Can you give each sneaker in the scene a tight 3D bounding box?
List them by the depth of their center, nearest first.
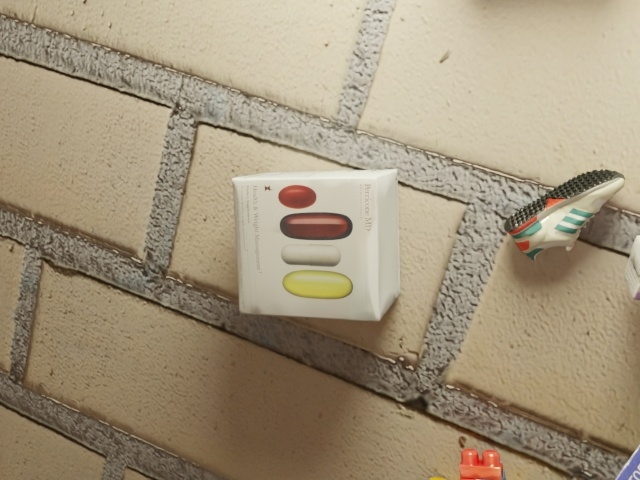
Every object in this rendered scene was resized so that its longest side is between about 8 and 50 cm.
[{"bbox_3d":[0.334,-0.031,0.803,0.161,0.057,0.075,-31,107,19],"label":"sneaker"}]

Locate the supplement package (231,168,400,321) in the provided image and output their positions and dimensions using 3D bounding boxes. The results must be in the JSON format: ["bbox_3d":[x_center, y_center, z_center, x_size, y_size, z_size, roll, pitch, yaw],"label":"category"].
[{"bbox_3d":[0.000,0.000,0.855,0.203,0.149,0.194,0,100,18],"label":"supplement package"}]

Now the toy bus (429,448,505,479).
[{"bbox_3d":[0.212,0.412,0.878,0.220,0.149,0.212,-8,84,21],"label":"toy bus"}]

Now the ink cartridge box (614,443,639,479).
[{"bbox_3d":[0.572,0.284,0.698,0.330,0.071,0.324,40,80,6],"label":"ink cartridge box"}]

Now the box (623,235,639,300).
[{"bbox_3d":[0.550,0.060,0.723,0.323,0.067,0.063,10,117,12],"label":"box"}]
